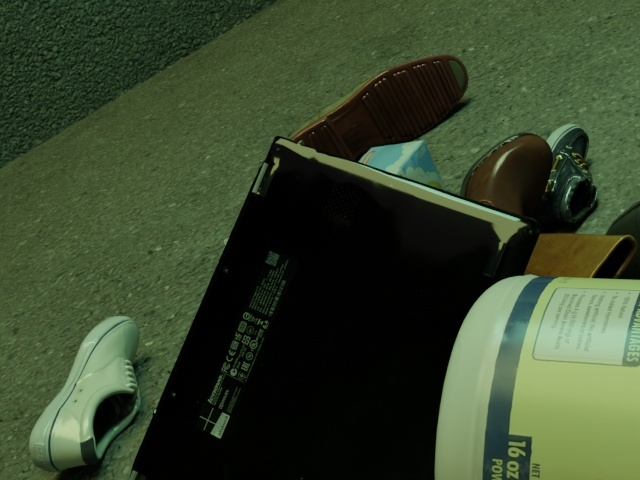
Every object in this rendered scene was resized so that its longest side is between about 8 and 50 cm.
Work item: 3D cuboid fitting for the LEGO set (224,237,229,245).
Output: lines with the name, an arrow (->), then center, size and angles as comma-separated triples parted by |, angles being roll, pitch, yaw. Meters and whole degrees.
LEGO set -> 0.000, 0.000, 1.438 | 0.244, 0.060, 0.182 | -30, 37, -5

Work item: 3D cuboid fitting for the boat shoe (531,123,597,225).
boat shoe -> 0.314, -0.080, 1.252 | 0.083, 0.065, 0.183 | 1, 43, 43

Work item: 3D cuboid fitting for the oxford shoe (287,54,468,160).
oxford shoe -> 0.077, -0.212, 1.669 | 0.348, 0.123, 0.130 | -27, 19, -5

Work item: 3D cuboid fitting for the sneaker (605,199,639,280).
sneaker -> 0.350, 0.034, 0.880 | 0.146, 0.122, 0.330 | -43, 16, -24

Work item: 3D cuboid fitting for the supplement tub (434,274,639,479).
supplement tub -> 0.258, 0.141, 0.622 | 0.324, 0.235, 0.235 | 1, 34, 27

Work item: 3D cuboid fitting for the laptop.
laptop -> -0.022, 0.123, 0.969 | 0.407, 0.236, 0.382 | 20, 86, 28

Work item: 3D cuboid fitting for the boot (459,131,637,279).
boot -> 0.221, -0.011, 1.052 | 0.264, 0.096, 0.280 | -46, 17, -13

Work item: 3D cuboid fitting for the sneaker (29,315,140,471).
sneaker -> -0.265, 0.191, 1.256 | 0.091, 0.094, 0.258 | 1, 36, 13

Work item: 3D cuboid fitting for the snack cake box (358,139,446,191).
snack cake box -> 0.060, 0.014, 1.194 | 0.089, 0.152, 0.264 | -4, 32, 40
